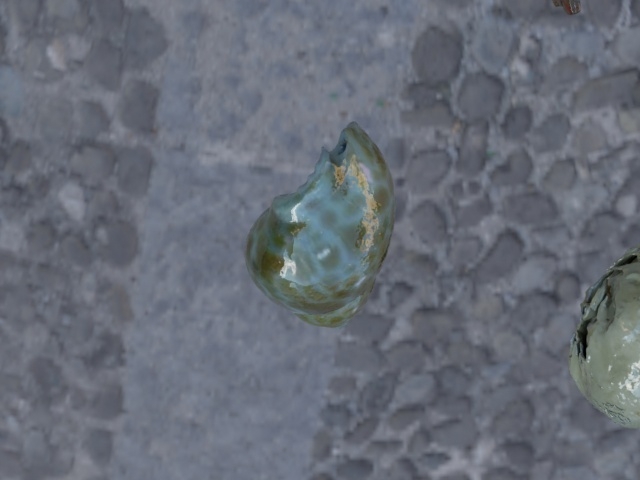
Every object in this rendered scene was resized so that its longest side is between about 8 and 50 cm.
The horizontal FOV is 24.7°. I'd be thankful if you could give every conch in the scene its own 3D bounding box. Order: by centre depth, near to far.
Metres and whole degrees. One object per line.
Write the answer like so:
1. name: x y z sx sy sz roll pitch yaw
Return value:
1. conch: 0.005 -0.002 1.079 0.106 0.116 0.173 26 113 -6

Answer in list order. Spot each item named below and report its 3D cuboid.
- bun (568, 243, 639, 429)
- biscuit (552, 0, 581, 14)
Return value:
1. bun: 0.407 0.115 1.880 0.152 0.259 0.259 27 126 -4
2. biscuit: 0.305 -0.353 1.856 0.019 0.119 0.130 -12 138 -10
